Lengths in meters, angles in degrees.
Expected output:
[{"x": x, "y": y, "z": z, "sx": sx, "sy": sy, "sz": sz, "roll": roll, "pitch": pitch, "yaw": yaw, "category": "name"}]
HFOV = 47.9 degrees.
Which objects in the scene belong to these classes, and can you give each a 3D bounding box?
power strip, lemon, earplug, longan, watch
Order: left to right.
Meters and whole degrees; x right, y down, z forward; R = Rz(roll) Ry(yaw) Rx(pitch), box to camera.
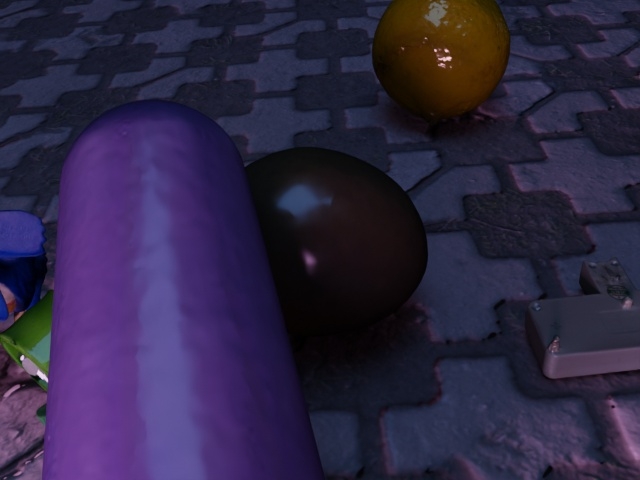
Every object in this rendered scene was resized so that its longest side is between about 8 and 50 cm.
[{"x": -0.227, "y": 0.124, "z": 0.716, "sx": 0.165, "sy": 0.152, "sz": 0.131, "roll": 20, "pitch": 53, "yaw": 39, "category": "watch"}, {"x": -0.126, "y": 0.074, "z": 0.602, "sx": 0.215, "sy": 0.215, "sz": 0.455, "roll": -10, "pitch": 60, "yaw": -6, "category": "earplug"}, {"x": 0.000, "y": 0.000, "z": 0.818, "sx": 0.248, "sy": 0.248, "sz": 0.248, "roll": -3, "pitch": 37, "yaw": 2, "category": "longan"}, {"x": 0.203, "y": -0.327, "z": 1.221, "sx": 0.229, "sy": 0.228, "sz": 0.253, "roll": 4, "pitch": 41, "yaw": 12, "category": "lemon"}, {"x": 0.336, "y": 0.075, "z": 0.804, "sx": 0.216, "sy": 0.061, "sz": 0.145, "roll": -6, "pitch": 38, "yaw": -2, "category": "power strip"}]

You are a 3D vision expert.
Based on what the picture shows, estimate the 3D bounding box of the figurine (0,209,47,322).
[{"x": -0.374, "y": 0.053, "z": 0.774, "sx": 0.121, "sy": 0.262, "sz": 0.164, "roll": 38, "pitch": 45, "yaw": -9, "category": "figurine"}]
